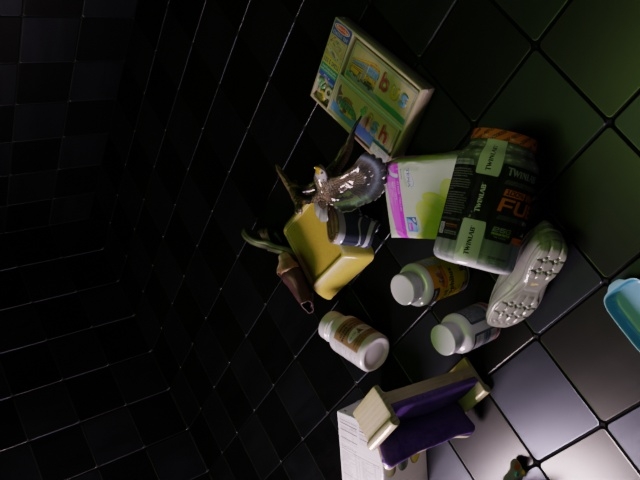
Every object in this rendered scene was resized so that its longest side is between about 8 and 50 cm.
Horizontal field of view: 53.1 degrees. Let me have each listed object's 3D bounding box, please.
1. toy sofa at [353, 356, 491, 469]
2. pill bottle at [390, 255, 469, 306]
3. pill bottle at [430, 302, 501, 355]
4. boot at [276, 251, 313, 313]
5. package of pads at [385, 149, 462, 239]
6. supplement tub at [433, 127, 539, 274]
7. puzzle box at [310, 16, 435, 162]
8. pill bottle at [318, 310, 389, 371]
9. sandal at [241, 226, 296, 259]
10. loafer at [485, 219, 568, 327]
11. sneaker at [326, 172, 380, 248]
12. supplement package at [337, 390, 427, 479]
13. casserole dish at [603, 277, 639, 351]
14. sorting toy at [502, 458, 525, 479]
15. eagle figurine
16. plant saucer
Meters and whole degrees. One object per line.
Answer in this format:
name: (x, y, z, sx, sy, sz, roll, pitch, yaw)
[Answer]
toy sofa: (0.287, 0.457, 1.716, 0.177, 0.362, 0.150, 59, 140, 30)
pill bottle: (0.292, 0.106, 1.714, 0.117, 0.214, 0.117, 21, 118, 47)
pill bottle: (0.377, 0.234, 1.675, 0.108, 0.180, 0.108, 20, 116, 48)
boot: (-0.082, 0.166, 2.232, 0.248, 0.090, 0.207, 71, 174, -69)
package of pads: (0.305, -0.122, 1.721, 0.296, 0.101, 0.229, 4, 106, 50)
supplement tub: (0.392, -0.091, 1.495, 0.193, 0.193, 0.316, 17, 95, 48)
puzzle box: (0.137, -0.435, 1.873, 0.409, 0.052, 0.272, 49, 134, 31)
pill bottle: (0.104, 0.321, 2.092, 0.229, 0.131, 0.131, 27, 121, 45)
sandal: (-0.179, -0.001, 2.387, 0.302, 0.120, 0.086, 20, 89, 45)
loafer: (0.494, 0.090, 1.560, 0.112, 0.112, 0.320, -90, 18, -47)
sneaker: (0.099, -0.092, 2.011, 0.099, 0.153, 0.282, 123, 153, -47)
supplement package: (0.197, 0.653, 2.023, 0.198, 0.199, 0.263, 10, 109, 50)
casserole dish: (0.695, 0.162, 1.367, 0.188, 0.037, 0.114, 58, 139, 21)
sorting toy: (0.508, 0.644, 1.727, 0.045, 0.075, 0.083, 38, 129, 39)
eagle figurine: (0.042, -0.187, 1.850, 0.226, 0.298, 0.225, 60, -174, -10)
plant saucer: (0.000, 0.000, 2.165, 0.333, 0.081, 0.333, 62, 141, 17)
